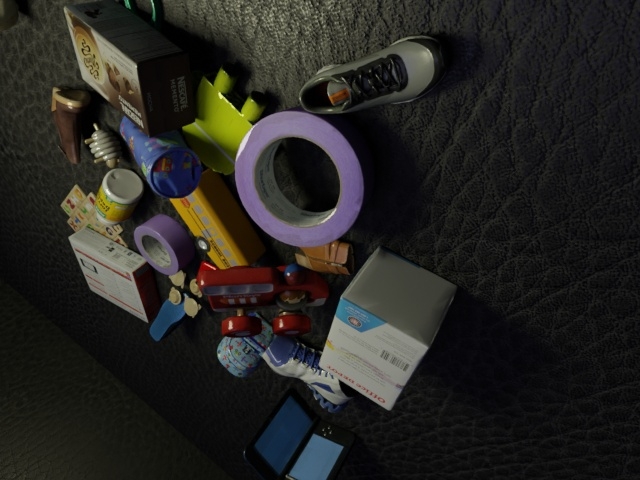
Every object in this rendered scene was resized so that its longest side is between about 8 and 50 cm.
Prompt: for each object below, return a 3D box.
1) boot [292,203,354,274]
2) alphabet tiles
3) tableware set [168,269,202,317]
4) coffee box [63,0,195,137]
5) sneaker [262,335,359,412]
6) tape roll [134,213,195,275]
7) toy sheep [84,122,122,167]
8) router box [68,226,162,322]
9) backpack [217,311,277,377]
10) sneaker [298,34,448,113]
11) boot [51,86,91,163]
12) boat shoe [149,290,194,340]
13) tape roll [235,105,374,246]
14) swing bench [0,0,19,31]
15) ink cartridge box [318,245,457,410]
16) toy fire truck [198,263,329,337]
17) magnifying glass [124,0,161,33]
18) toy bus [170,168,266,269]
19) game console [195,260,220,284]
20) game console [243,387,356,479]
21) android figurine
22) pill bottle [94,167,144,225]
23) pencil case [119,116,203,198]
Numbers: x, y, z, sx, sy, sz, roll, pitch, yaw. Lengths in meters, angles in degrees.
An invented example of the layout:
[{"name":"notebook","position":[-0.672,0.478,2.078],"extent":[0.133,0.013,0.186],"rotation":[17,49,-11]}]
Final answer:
[{"name":"boot","position":[0.000,0.000,1.040],"extent":[0.152,0.073,0.197],"rotation":[11,141,31]},{"name":"alphabet tiles","position":[-0.872,-0.057,1.687],"extent":[0.342,0.011,0.285],"rotation":[-22,107,45]},{"name":"tableware set","position":[-0.472,0.178,1.529],"extent":[0.168,0.020,0.141],"rotation":[26,107,21]},{"name":"coffee box","position":[-0.414,-0.380,0.961],"extent":[0.297,0.119,0.168],"rotation":[40,143,23]},{"name":"sneaker","position":[0.001,0.369,1.304],"extent":[0.315,0.127,0.182],"rotation":[39,134,-6]},{"name":"tape roll","position":[-0.503,0.015,1.417],"extent":[0.189,0.080,0.189],"rotation":[20,132,24]},{"name":"toy sheep","position":[-0.629,-0.275,1.277],"extent":[0.091,0.091,0.132],"rotation":[-2,115,38]},{"name":"router box","position":[-0.798,0.137,1.721],"extent":[0.335,0.082,0.301],"rotation":[24,136,18]},{"name":"backpack","position":[-0.234,0.339,1.404],"extent":[0.158,0.173,0.117],"rotation":[46,137,-2]},{"name":"sneaker","position":[0.082,-0.263,0.742],"extent":[0.271,0.108,0.100],"rotation":[-4,118,37]},{"name":"boot","position":[-0.703,-0.323,1.257],"extent":[0.248,0.090,0.207],"rotation":[29,125,45]},{"name":"boat shoe","position":[-0.546,0.269,1.638],"extent":[0.258,0.089,0.109],"rotation":[-40,80,25]},{"name":"tape roll","position":[-0.033,-0.128,0.894],"extent":[0.274,0.090,0.275],"rotation":[9,117,19]},{"name":"swing bench","position":[-0.872,-0.698,1.074],"extent":[0.254,0.165,0.253],"rotation":[32,136,4]},{"name":"ink cartridge box","position":[0.145,0.200,0.993],"extent":[0.198,0.197,0.270],"rotation":[28,135,15]},{"name":"toy fire truck","position":[-0.127,0.126,1.059],"extent":[0.302,0.170,0.254],"rotation":[-1,157,-7]},{"name":"magnifying glass","position":[-0.381,-0.461,0.990],"extent":[0.092,0.026,0.231],"rotation":[13,130,28]},{"name":"toy bus","position":[-0.291,-0.076,1.166],"extent":[0.130,0.108,0.333],"rotation":[-14,113,42]},{"name":"game console","position":[-0.324,0.142,1.434],"extent":[0.144,0.085,0.124],"rotation":[24,103,19]},{"name":"game console","position":[-0.060,0.680,1.456],"extent":[0.250,0.293,0.173],"rotation":[8,127,31]},{"name":"android figurine","position":[-0.222,-0.262,1.006],"extent":[0.248,0.056,0.273],"rotation":[44,137,-1]},{"name":"pill bottle","position":[-0.639,-0.127,1.378],"extent":[0.118,0.117,0.208],"rotation":[49,138,-6]},{"name":"pencil case","position":[-0.374,-0.217,1.030],"extent":[0.306,0.133,0.119],"rotation":[48,141,42]}]
